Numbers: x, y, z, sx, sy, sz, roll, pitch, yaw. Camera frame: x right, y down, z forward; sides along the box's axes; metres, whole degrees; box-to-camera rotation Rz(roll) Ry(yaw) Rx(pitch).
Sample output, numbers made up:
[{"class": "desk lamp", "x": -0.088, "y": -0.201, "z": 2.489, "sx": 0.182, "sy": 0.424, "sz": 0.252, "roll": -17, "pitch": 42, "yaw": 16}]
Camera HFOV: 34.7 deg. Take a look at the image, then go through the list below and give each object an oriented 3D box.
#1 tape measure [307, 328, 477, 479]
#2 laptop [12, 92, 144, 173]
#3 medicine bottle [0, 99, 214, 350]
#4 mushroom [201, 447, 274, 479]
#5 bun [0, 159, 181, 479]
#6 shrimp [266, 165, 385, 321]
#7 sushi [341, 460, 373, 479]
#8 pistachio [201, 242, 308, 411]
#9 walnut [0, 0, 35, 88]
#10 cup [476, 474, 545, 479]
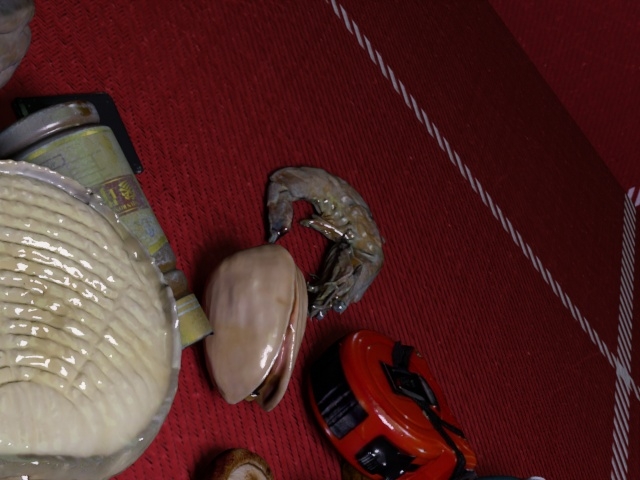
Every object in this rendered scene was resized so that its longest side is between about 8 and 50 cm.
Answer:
[{"class": "tape measure", "x": 0.101, "y": 0.254, "z": 1.537, "sx": 0.260, "sy": 0.114, "sz": 0.253, "roll": 24, "pitch": 31, "yaw": -45}, {"class": "laptop", "x": -0.323, "y": -0.140, "z": 1.386, "sx": 0.180, "sy": 0.016, "sz": 0.129, "roll": -17, "pitch": 82, "yaw": -58}, {"class": "medicine bottle", "x": -0.267, "y": 0.003, "z": 1.231, "sx": 0.151, "sy": 0.151, "sz": 0.322, "roll": -25, "pitch": 87, "yaw": -57}, {"class": "mushroom", "x": -0.100, "y": 0.320, "z": 1.285, "sx": 0.127, "sy": 0.087, "sz": 0.127, "roll": 37, "pitch": 40, "yaw": -39}, {"class": "bun", "x": -0.329, "y": 0.107, "z": 1.024, "sx": 0.364, "sy": 0.202, "sz": 0.364, "roll": 25, "pitch": 47, "yaw": -30}, {"class": "shrimp", "x": 0.000, "y": 0.000, "z": 1.677, "sx": 0.247, "sy": 0.085, "sz": 0.360, "roll": 39, "pitch": 35, "yaw": -17}, {"class": "sushi", "x": 0.067, "y": 0.365, "z": 1.505, "sx": 0.060, "sy": 0.061, "sz": 0.118, "roll": 19, "pitch": 49, "yaw": -31}, {"class": "pistachio", "x": -0.086, "y": 0.117, "z": 1.399, "sx": 0.157, "sy": 0.157, "sz": 0.229, "roll": 25, "pitch": 60, "yaw": -43}, {"class": "walnut", "x": -0.437, "y": -0.248, "z": 1.149, "sx": 0.224, "sy": 0.224, "sz": 0.224, "roll": 33, "pitch": 42, "yaw": -37}, {"class": "cup", "x": 0.289, "y": 0.452, "z": 1.642, "sx": 0.300, "sy": 0.173, "sz": 0.167, "roll": 6, "pitch": 60, "yaw": -51}]
